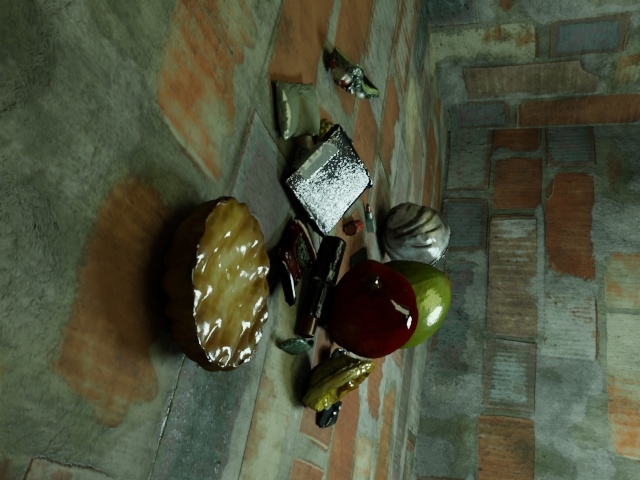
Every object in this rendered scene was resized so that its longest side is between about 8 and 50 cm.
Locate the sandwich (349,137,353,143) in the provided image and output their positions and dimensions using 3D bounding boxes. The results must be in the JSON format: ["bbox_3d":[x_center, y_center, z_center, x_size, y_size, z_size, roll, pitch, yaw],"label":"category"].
[{"bbox_3d":[0.057,-0.242,1.764,0.185,0.109,0.160,-36,127,-66],"label":"sandwich"}]

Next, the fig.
[{"bbox_3d":[0.315,0.221,2.162,0.343,0.343,0.344,1,90,-70],"label":"fig"}]

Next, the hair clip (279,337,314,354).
[{"bbox_3d":[-0.052,0.281,1.574,0.229,0.066,0.036,37,30,-73],"label":"hair clip"}]

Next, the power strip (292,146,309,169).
[{"bbox_3d":[-0.033,-0.171,1.621,0.192,0.035,0.081,65,34,-51],"label":"power strip"}]

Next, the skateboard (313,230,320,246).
[{"bbox_3d":[0.000,0.000,1.742,0.064,0.032,0.083,-39,126,-78],"label":"skateboard"}]

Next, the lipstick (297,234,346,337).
[{"bbox_3d":[0.001,0.127,1.646,0.081,0.081,0.300,55,48,-59],"label":"lipstick"}]

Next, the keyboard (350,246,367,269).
[{"bbox_3d":[0.141,0.076,2.163,0.196,0.015,0.074,-31,116,-68],"label":"keyboard"}]

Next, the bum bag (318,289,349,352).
[{"bbox_3d":[0.060,0.247,1.852,0.310,0.074,0.137,48,50,-46],"label":"bum bag"}]

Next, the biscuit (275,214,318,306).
[{"bbox_3d":[-0.067,0.051,1.497,0.235,0.063,0.151,-62,148,-56],"label":"biscuit"}]

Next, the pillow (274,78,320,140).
[{"bbox_3d":[-0.057,-0.337,1.528,0.229,0.050,0.148,-31,114,-67],"label":"pillow"}]

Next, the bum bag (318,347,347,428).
[{"bbox_3d":[0.041,0.458,1.837,0.123,0.059,0.249,20,74,-70],"label":"bum bag"}]

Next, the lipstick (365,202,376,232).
[{"bbox_3d":[0.188,-0.088,2.257,0.030,0.030,0.129,-67,151,-46],"label":"lipstick"}]

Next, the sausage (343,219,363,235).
[{"bbox_3d":[0.119,-0.046,2.048,0.050,0.048,0.145,-54,174,17],"label":"sausage"}]

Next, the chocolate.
[{"bbox_3d":[0.363,-0.036,2.448,0.213,0.303,0.303,40,50,-37],"label":"chocolate"}]

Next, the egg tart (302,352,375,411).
[{"bbox_3d":[0.042,0.392,1.674,0.106,0.241,0.241,55,7,23],"label":"egg tart"}]

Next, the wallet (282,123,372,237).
[{"bbox_3d":[0.021,-0.157,1.597,0.221,0.071,0.262,-46,142,-9],"label":"wallet"}]

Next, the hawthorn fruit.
[{"bbox_3d":[0.149,0.180,1.664,0.307,0.265,0.265,85,17,-51],"label":"hawthorn fruit"}]

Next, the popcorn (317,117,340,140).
[{"bbox_3d":[0.024,-0.316,1.697,0.084,0.084,0.084,1,90,-70],"label":"popcorn"}]

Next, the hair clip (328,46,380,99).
[{"bbox_3d":[0.099,-0.515,1.890,0.091,0.138,0.321,-46,165,12],"label":"hair clip"}]

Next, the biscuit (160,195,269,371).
[{"bbox_3d":[-0.191,0.082,1.095,0.325,0.107,0.326,0,90,-74],"label":"biscuit"}]
